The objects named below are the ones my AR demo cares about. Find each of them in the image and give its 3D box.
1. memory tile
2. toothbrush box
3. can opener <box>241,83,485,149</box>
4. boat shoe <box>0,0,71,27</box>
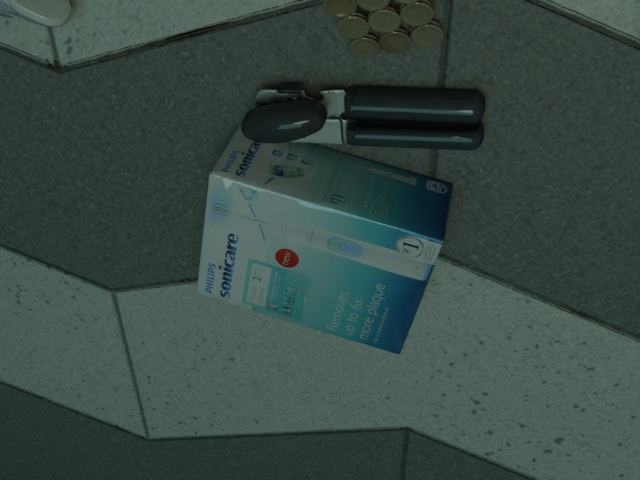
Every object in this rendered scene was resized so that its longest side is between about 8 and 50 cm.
[{"bbox_3d":[0.063,-0.252,0.853,0.113,0.012,0.148,-7,152,22],"label":"memory tile"},{"bbox_3d":[0.000,0.000,1.044,0.296,0.126,0.216,18,131,3],"label":"toothbrush box"},{"bbox_3d":[0.049,-0.134,0.937,0.284,0.095,0.076,4,130,13],"label":"can opener"},{"bbox_3d":[-0.388,-0.302,0.950,0.184,0.066,0.063,24,145,-8],"label":"boat shoe"}]
